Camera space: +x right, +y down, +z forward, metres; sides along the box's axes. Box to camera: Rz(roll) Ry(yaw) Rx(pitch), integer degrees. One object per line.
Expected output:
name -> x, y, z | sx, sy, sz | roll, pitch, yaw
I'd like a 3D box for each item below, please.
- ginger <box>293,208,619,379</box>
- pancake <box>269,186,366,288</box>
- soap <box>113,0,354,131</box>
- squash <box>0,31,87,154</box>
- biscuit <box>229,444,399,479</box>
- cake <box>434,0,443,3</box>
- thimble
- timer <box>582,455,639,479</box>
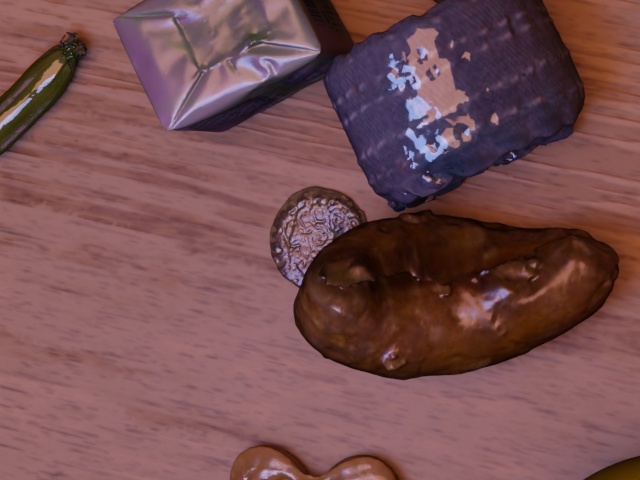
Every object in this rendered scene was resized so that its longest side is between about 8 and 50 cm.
ginger -> 0.129, 0.051, 1.857 | 0.321, 0.172, 0.165 | -9, 75, -8
pancake -> 0.000, 0.000, 1.959 | 0.114, 0.011, 0.115 | 0, 91, 12
soap -> -0.083, -0.202, 1.880 | 0.182, 0.199, 0.138 | -29, 88, 12
squash -> -0.318, -0.151, 2.008 | 0.183, 0.052, 0.052 | -45, 82, 8
biscuit -> -0.017, 0.393, 1.950 | 0.275, 0.052, 0.355 | 8, 92, 12
cake -> 0.098, -0.383, 1.854 | 0.158, 0.172, 0.284 | -29, 87, 13
thimble -> 0.135, -0.143, 1.838 | 0.236, 0.205, 0.172 | -26, 91, -16
timer -> 0.335, 0.394, 1.753 | 0.376, 0.376, 0.387 | 21, 138, 11
